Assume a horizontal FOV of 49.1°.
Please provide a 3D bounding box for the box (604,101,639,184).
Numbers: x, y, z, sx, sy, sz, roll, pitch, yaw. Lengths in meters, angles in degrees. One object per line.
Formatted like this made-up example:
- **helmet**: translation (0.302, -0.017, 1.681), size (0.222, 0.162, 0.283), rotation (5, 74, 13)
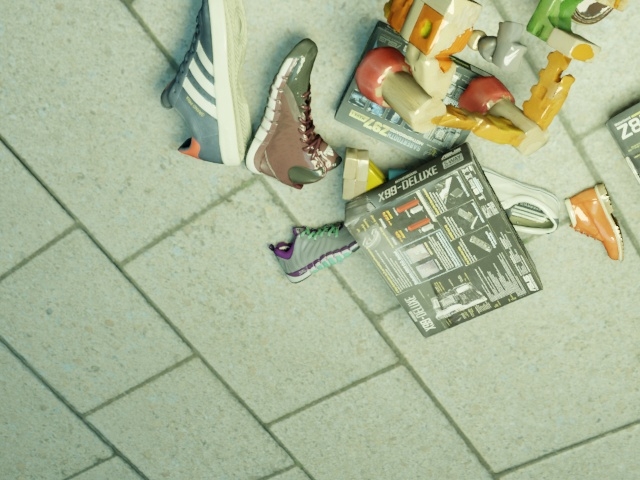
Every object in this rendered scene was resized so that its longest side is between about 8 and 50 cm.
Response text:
- **box**: translation (0.705, -0.153, 1.089), size (0.395, 0.097, 0.318), rotation (-32, 86, 31)

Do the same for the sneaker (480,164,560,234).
- **sneaker**: translation (0.318, -0.076, 1.289), size (0.258, 0.091, 0.094), rotation (11, 120, 3)

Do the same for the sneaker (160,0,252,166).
- **sneaker**: translation (-0.211, -0.298, 1.229), size (0.148, 0.131, 0.350), rotation (6, 116, 10)

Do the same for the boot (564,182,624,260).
- **boot**: translation (0.515, -0.024, 1.313), size (0.084, 0.059, 0.158), rotation (-21, 105, 22)

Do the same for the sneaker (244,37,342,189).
- **sneaker**: translation (-0.019, -0.209, 1.252), size (0.162, 0.106, 0.281), rotation (30, 129, 4)

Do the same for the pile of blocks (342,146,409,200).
- **pile of blocks**: translation (0.166, -0.057, 1.317), size (0.149, 0.113, 0.362), rotation (-28, 119, 20)

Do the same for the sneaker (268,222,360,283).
- **sneaker**: translation (0.000, 0.000, 1.389), size (0.223, 0.083, 0.098), rotation (-31, 105, 24)

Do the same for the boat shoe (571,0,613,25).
- **boat shoe**: translation (0.473, -0.472, 1.027), size (0.123, 0.123, 0.342), rotation (28, 119, -7)

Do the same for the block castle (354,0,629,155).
- **block castle**: translation (0.257, -0.366, 0.995), size (0.303, 0.213, 0.453), rotation (5, 123, -31)

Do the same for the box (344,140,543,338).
- **box**: translation (0.221, 0.012, 1.247), size (0.242, 0.076, 0.307), rotation (-27, 119, 19)

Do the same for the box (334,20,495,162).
- **box**: translation (0.165, -0.251, 1.235), size (0.232, 0.059, 0.183), rotation (23, 119, -5)
